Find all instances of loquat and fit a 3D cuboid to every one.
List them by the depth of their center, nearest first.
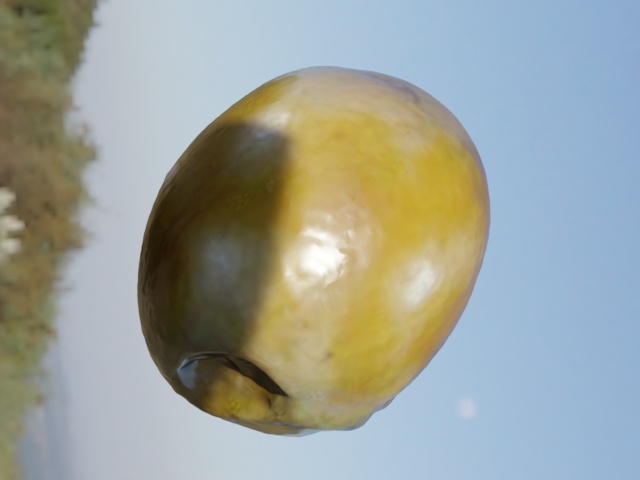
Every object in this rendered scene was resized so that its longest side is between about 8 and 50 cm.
[{"bbox_3d":[0.000,0.000,0.986,0.179,0.179,0.227,93,23,-46],"label":"loquat"}]
